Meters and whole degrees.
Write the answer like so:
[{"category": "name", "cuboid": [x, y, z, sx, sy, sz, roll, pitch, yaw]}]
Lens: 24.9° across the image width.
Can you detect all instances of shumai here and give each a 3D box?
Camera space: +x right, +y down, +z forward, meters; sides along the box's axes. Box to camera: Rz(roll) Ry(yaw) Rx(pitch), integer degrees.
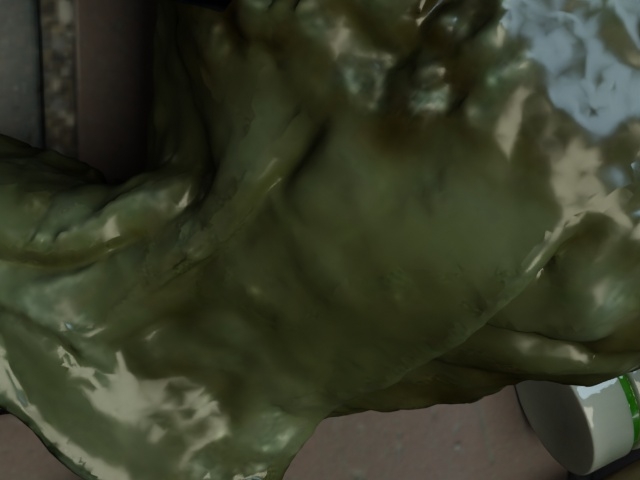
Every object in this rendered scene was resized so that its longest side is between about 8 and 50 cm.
[{"category": "shumai", "cuboid": [0.000, 0.000, 0.625, 0.288, 0.330, 0.292, -46, 162, -21]}]

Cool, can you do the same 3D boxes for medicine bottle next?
[{"category": "medicine bottle", "cuboid": [0.216, 0.066, 0.879, 0.183, 0.086, 0.086, -23, 114, -17]}]

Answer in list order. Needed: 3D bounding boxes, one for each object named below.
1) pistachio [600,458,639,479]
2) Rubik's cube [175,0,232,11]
[{"category": "pistachio", "cuboid": [0.218, 0.196, 0.910, 0.200, 0.117, 0.145, -28, 154, -23]}, {"category": "Rubik's cube", "cuboid": [-0.079, -0.248, 0.425, 0.248, 0.250, 0.246, 2, 146, -44]}]
